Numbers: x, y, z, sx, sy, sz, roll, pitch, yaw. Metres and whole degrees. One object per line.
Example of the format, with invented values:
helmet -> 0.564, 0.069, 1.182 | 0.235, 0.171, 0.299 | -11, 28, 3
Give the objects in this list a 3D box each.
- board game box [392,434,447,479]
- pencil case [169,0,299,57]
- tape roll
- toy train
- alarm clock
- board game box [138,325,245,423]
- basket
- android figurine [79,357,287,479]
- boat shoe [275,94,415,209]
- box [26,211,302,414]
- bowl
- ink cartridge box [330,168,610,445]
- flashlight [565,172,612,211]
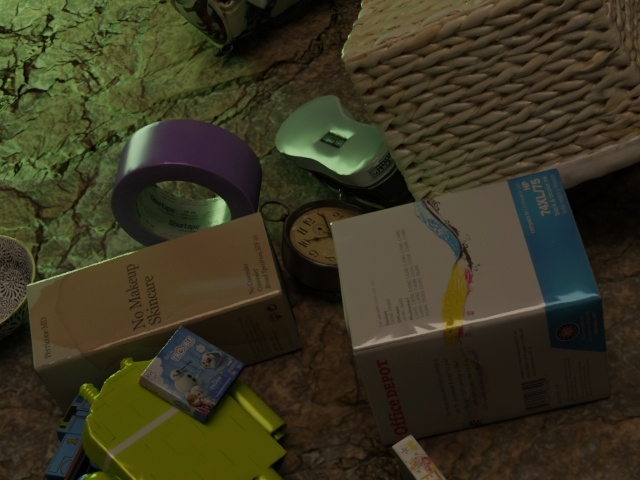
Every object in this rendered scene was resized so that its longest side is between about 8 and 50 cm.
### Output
board game box -> 0.134, 0.290, 1.450 | 0.026, 0.103, 0.154 | -30, 49, -11
pencil case -> -0.030, -0.446, 2.084 | 0.410, 0.160, 0.183 | -34, 33, -14
tape roll -> -0.173, -0.065, 1.783 | 0.189, 0.189, 0.080 | -4, 49, 13
toy train -> -0.268, 0.262, 1.606 | 0.105, 0.080, 0.184 | 3, 48, 24
alarm clock -> 0.000, 0.000, 1.745 | 0.192, 0.064, 0.129 | 33, 49, 23
board game box -> -0.147, 0.153, 1.574 | 0.090, 0.020, 0.090 | 29, 48, 7
basket -> 0.232, -0.237, 1.672 | 0.331, 0.266, 0.328 | -20, 29, 25
android figurine -> -0.157, 0.237, 1.548 | 0.273, 0.056, 0.248 | 40, 50, 18
boat shoe -> 0.040, -0.111, 1.817 | 0.113, 0.105, 0.306 | -46, 29, -10
box -> -0.194, 0.095, 1.697 | 0.311, 0.121, 0.148 | -18, 49, 0
bowl -> -0.442, 0.083, 1.805 | 0.170, 0.080, 0.170 | -8, 48, 9
ink cartridge box -> 0.168, 0.078, 1.558 | 0.270, 0.198, 0.197 | -13, 49, 4
flashlight -> 0.400, -0.164, 1.763 | 0.304, 0.103, 0.103 | -33, 47, -13
